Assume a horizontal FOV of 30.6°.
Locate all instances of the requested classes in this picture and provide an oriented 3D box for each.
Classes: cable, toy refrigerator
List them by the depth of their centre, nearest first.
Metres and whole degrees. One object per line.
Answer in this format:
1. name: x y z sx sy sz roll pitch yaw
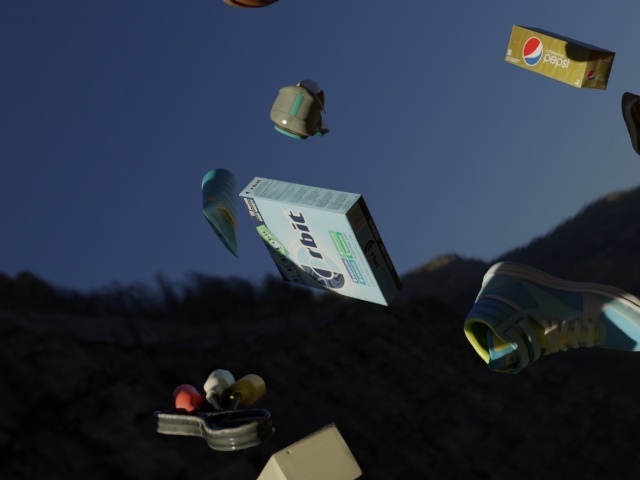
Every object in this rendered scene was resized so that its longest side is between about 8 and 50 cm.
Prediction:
1. cable: -0.123 0.184 1.287 0.140 0.072 0.287 -8 -3 -6
2. toy refrigerator: -0.027 0.351 1.721 0.102 0.094 0.269 -26 -15 -18

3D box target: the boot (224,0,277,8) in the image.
1. boot: -0.048 -0.396 1.614 0.283 0.220 0.109 32 -113 -61

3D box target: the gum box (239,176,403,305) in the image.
1. gum box: 0.000 0.000 1.496 0.041 0.184 0.157 -49 -49 -29

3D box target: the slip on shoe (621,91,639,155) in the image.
1. slip on shoe: 0.562 -0.206 2.076 0.051 0.041 0.135 -34 -50 0

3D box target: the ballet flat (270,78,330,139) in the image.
1. ballet flat: -0.017 -0.160 1.415 0.213 0.072 0.068 -71 1 -83

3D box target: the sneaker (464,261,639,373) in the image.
1. sneaker: 0.387 0.161 1.940 0.208 0.319 0.127 -48 -39 -41

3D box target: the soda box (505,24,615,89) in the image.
1. soda box: 0.374 -0.288 1.836 0.058 0.181 0.061 0 -69 -34

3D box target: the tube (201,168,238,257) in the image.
1. tube: -0.141 -0.044 1.636 0.052 0.080 0.207 -37 21 10
